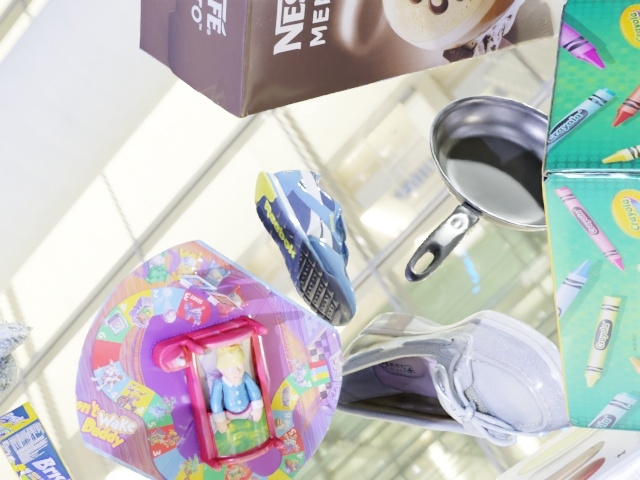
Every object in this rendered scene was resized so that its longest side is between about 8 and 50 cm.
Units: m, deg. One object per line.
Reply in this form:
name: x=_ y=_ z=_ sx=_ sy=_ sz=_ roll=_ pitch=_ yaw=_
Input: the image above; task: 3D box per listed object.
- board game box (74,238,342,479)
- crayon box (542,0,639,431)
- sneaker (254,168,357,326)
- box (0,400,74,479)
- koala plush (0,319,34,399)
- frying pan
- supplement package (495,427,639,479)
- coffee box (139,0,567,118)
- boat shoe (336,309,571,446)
board game box: x=-0.055 y=0.085 z=0.660 sx=0.168 sy=0.133 sz=0.033 roll=35 pitch=170 yaw=-26
crayon box: x=0.211 y=-0.009 z=0.805 sx=0.278 sy=0.081 sz=0.165 roll=72 pitch=-155 yaw=-46
sneaker: x=0.000 y=0.000 z=0.902 sx=0.059 sy=0.053 sz=0.144 roll=-13 pitch=-116 yaw=-29
box: x=-0.316 y=0.273 z=1.320 sx=0.059 sy=0.054 sz=0.169 roll=27 pitch=142 yaw=60
koala plush: x=-0.474 y=0.163 z=1.532 sx=0.203 sy=0.196 sz=0.221 roll=37 pitch=162 yaw=-35
frying pan: x=0.198 y=-0.037 z=1.242 sx=0.197 sy=0.053 sz=0.326 roll=19 pitch=-131 yaw=-4
supplement package: x=0.261 y=0.235 z=0.971 sx=0.149 sy=0.203 sz=0.194 roll=51 pitch=-164 yaw=2
coffee box: x=0.039 y=-0.202 z=0.740 sx=0.297 sy=0.168 sz=0.119 roll=-20 pitch=-140 yaw=-35
boat shoe: x=0.114 y=0.133 z=1.056 sx=0.320 sy=0.103 sz=0.118 roll=4 pitch=127 yaw=58
